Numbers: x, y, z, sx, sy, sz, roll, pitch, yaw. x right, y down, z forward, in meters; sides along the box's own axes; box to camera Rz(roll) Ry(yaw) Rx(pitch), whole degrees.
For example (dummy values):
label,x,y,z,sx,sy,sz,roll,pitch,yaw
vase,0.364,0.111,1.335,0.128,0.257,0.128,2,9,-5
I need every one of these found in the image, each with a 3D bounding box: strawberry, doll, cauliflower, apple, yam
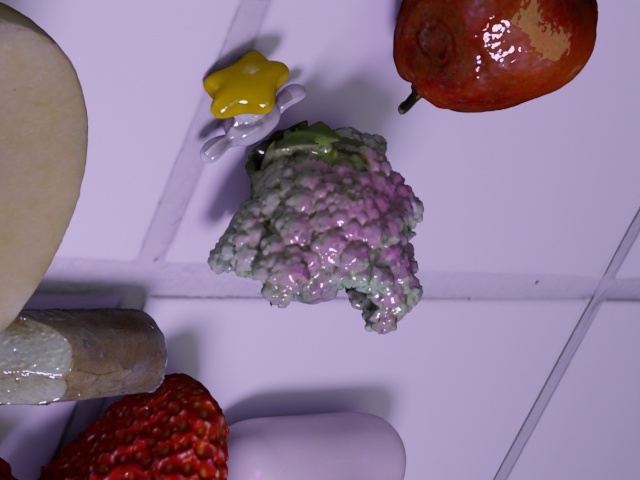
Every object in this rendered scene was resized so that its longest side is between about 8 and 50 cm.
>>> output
label,x,y,z,sx,sy,sz,roll,pitch,yaw
strawberry,-0.213,0.322,1.497,0.312,0.267,0.351,141,-35,-76
doll,-0.067,-0.142,1.389,0.135,0.071,0.113,-21,142,-40
cauliflower,0.000,0.000,1.491,0.315,0.239,0.256,104,-4,-56
apple,-0.371,-0.027,0.990,0.312,0.320,0.360,-71,179,-47
yam,-0.281,0.119,1.355,0.259,0.106,0.106,0,120,-48

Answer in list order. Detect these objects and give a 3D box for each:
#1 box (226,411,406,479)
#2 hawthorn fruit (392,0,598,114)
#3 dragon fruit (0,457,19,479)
label,x,y,z,sx,sy,sz,roll,pitch,yaw
box,-0.037,0.374,1.763,0.349,0.141,0.289,5,104,-47
hawthorn fruit,0.180,-0.240,1.454,0.261,0.224,0.224,-38,146,17
dragon fruit,-0.423,0.264,1.308,0.302,0.240,0.330,-28,122,14
